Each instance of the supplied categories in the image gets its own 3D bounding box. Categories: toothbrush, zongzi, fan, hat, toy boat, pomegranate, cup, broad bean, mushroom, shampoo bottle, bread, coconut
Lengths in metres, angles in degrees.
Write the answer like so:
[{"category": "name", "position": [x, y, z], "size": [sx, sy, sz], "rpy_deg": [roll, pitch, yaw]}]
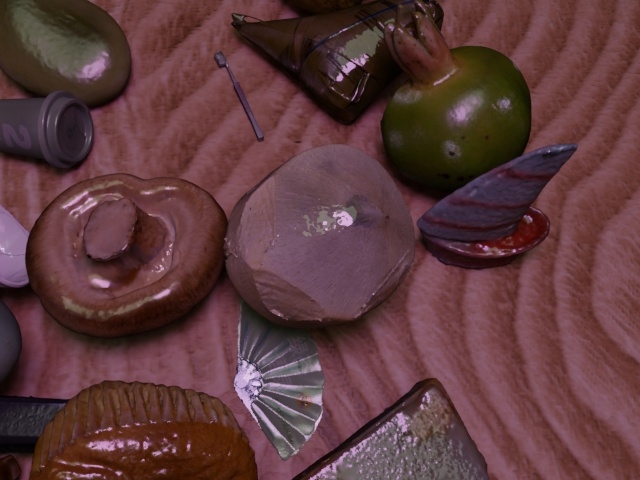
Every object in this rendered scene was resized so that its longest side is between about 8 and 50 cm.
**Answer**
[{"category": "toothbrush", "position": [-0.140, -0.252, 1.045], "size": [0.017, 0.014, 0.194], "rpy_deg": [-23, 72, -14]}, {"category": "zongzi", "position": [0.031, -0.374, 1.037], "size": [0.260, 0.123, 0.289], "rpy_deg": [-45, 75, -3]}, {"category": "fan", "position": [-0.062, 0.189, 0.873], "size": [0.131, 0.009, 0.240], "rpy_deg": [-14, 69, -13]}, {"category": "hat", "position": [-0.496, 0.022, 0.826], "size": [0.126, 0.203, 0.203], "rpy_deg": [-40, 75, 5]}, {"category": "toy boat", "position": [0.253, -0.052, 0.853], "size": [0.206, 0.282, 0.096], "rpy_deg": [3, 66, -5]}, {"category": "pomegranate", "position": [0.193, -0.217, 0.918], "size": [0.236, 0.302, 0.236], "rpy_deg": [-19, 39, 17]}, {"category": "cup", "position": [-0.441, -0.176, 0.937], "size": [0.141, 0.120, 0.120], "rpy_deg": [9, 67, 9]}, {"category": "broad bean", "position": [-0.437, -0.329, 0.993], "size": [0.263, 0.121, 0.189], "rpy_deg": [35, 72, 7]}, {"category": "mushroom", "position": [-0.270, 0.010, 0.855], "size": [0.278, 0.146, 0.278], "rpy_deg": [1, 57, -2]}, {"category": "shampoo bottle", "position": [-0.383, 0.237, 0.773], "size": [0.310, 0.098, 0.071], "rpy_deg": [4, 63, -4]}, {"category": "bread", "position": [-0.203, 0.282, 0.700], "size": [0.254, 0.142, 0.227], "rpy_deg": [11, 96, -26]}, {"category": "coconut", "position": [0.000, 0.000, 0.812], "size": [0.245, 0.247, 0.244], "rpy_deg": [5, 77, -22]}]

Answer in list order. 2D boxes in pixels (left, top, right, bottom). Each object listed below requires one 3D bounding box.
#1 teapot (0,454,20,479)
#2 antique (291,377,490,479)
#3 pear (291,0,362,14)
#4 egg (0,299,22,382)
[{"category": "teapot", "position": [-0.444, 0.302, 0.754], "size": [0.129, 0.078, 0.098], "rpy_deg": [-17, 114, 0]}, {"category": "antique", "position": [0.055, 0.308, 0.769], "size": [0.284, 0.125, 0.150], "rpy_deg": [-25, 72, -15]}, {"category": "pear", "position": [0.017, -0.494, 1.065], "size": [0.197, 0.197, 0.197], "rpy_deg": [2, 67, -5]}, {"category": "egg", "position": [-0.470, 0.115, 0.697], "size": [0.231, 0.168, 0.168], "rpy_deg": [7, 67, -12]}]
